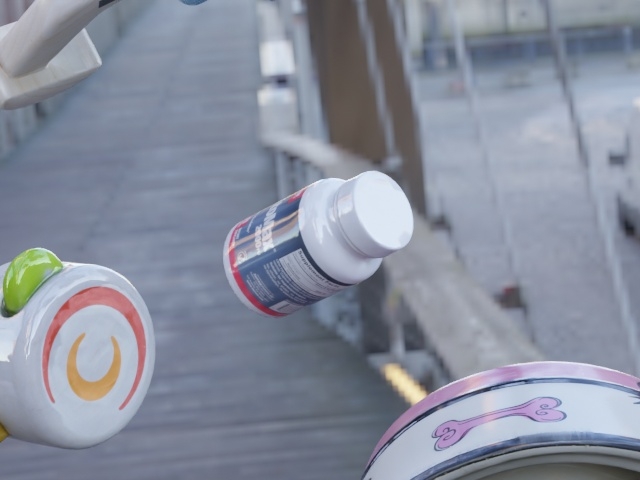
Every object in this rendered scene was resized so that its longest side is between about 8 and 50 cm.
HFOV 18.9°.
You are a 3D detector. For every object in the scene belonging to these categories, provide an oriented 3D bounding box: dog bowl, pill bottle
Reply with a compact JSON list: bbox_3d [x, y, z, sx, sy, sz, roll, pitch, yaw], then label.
[{"bbox_3d":[0.210,0.284,1.794,0.408,0.408,0.150,-5,39,2],"label":"dog bowl"},{"bbox_3d":[0.000,0.000,1.878,0.180,0.108,0.108,-26,-7,41],"label":"pill bottle"}]

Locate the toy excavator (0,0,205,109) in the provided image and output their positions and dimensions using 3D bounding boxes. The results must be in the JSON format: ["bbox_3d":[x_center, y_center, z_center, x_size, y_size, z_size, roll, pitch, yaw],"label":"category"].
[{"bbox_3d":[-0.142,-0.304,1.912,0.445,0.222,0.433,-26,-4,-12],"label":"toy excavator"}]

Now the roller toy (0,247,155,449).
[{"bbox_3d":[-0.282,0.119,1.997,0.146,0.209,0.191,4,-6,41],"label":"roller toy"}]
